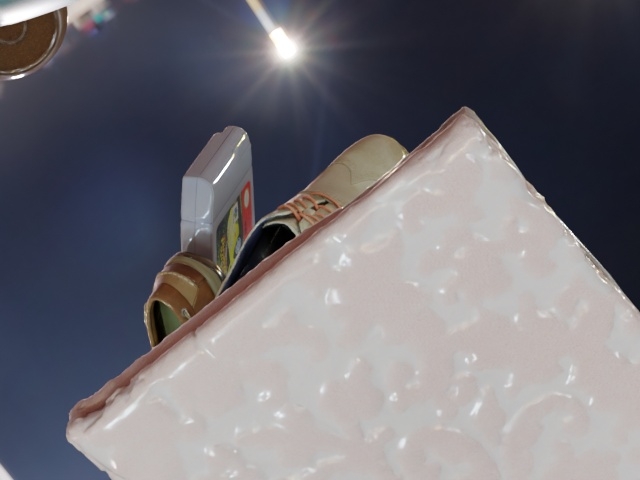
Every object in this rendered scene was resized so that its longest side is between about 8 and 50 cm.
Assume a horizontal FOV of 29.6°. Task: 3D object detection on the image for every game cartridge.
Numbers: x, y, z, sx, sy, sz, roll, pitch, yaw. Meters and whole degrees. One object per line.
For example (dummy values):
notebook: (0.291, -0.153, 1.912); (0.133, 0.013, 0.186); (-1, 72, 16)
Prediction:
game cartridge: (-0.149, 0.004, 1.786); (0.060, 0.294, 0.196); (9, -146, 16)

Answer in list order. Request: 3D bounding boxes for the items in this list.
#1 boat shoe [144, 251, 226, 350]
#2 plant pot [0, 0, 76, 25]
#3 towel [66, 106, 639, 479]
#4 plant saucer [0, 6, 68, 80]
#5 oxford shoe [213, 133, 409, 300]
boat shoe: (-0.186, 0.174, 1.692); (0.122, 0.324, 0.120); (8, -146, 28)
plant pot: (-0.260, -0.288, 0.962); (0.195, 0.290, 0.290); (-59, -161, -8)
towel: (0.066, 0.130, 0.756); (0.317, 0.332, 0.053); (-39, -162, 9)
plant saucer: (-0.409, -0.282, 1.585); (0.168, 0.168, 0.029); (-36, -137, -6)
oxford shoe: (0.000, 0.000, 1.450); (0.140, 0.147, 0.397); (19, -122, 21)
